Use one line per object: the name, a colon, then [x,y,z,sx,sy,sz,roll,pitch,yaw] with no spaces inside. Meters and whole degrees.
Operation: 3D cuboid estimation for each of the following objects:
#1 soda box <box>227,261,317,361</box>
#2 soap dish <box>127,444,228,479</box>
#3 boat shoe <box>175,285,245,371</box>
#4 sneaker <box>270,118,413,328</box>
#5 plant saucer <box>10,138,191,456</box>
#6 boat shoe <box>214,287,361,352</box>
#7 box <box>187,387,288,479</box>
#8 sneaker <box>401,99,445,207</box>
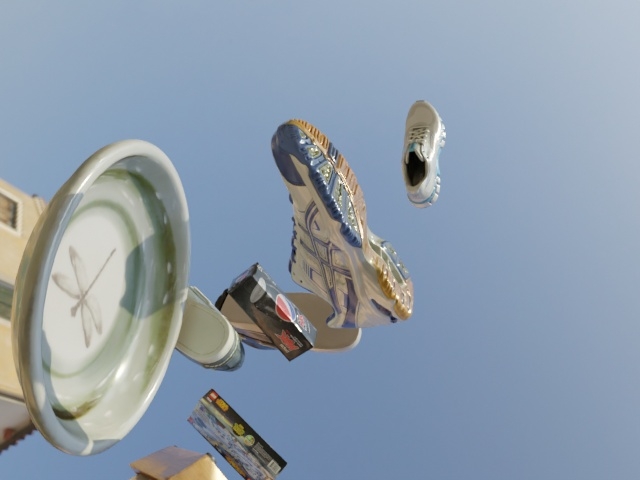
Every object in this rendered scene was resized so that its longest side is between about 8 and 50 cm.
soda box: [-0.080,0.122,1.056,0.060,0.169,0.053,-34,-164,19]
soap dish: [-0.218,0.473,1.086,0.118,0.229,0.291,-40,-172,-30]
boat shoe: [-0.249,0.132,1.090,0.319,0.099,0.116,28,-107,37]
sneaker: [0.000,0.000,0.753,0.131,0.296,0.112,-18,-155,25]
plant saucer: [-0.288,0.065,0.806,0.100,0.400,0.401,8,-114,10]
boat shoe: [-0.062,0.196,1.403,0.340,0.158,0.127,13,-117,21]
box: [-0.112,0.263,0.812,0.137,0.094,0.027,43,-127,6]
sneaker: [0.170,-0.157,1.052,0.071,0.083,0.191,-6,-107,23]
